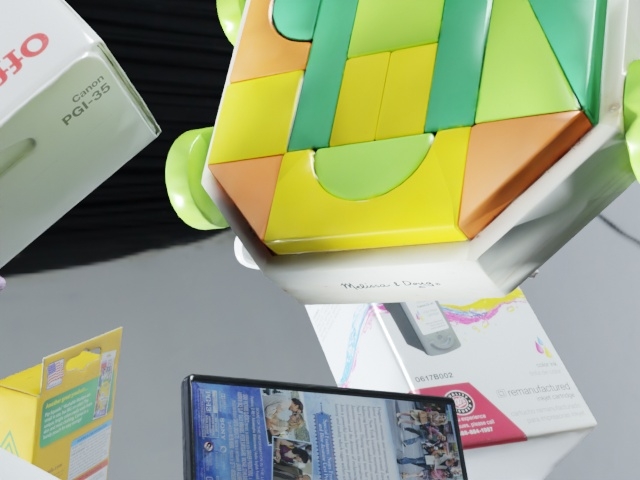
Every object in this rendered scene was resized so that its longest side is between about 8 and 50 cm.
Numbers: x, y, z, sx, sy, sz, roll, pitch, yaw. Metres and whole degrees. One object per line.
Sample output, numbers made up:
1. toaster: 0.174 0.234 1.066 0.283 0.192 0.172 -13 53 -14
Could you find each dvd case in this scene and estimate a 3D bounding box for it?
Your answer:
1. dvd case: 0.013 0.201 0.776 0.022 0.253 0.180 -44 44 49

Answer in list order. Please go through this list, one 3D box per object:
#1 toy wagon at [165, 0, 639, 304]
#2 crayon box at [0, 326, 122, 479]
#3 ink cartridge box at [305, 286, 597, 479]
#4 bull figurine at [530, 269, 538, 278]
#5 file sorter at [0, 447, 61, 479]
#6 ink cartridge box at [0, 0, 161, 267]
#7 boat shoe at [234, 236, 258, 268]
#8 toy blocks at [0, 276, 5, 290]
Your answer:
1. toy wagon: 0.056 -0.133 0.518 0.267 0.068 0.345 -4 62 32
2. crayon box: -0.381 0.289 1.413 0.083 0.203 0.323 12 101 18
3. ink cartridge box: 0.135 0.127 1.135 0.131 0.226 0.306 -61 41 43
4. bull figurine: 0.239 0.067 1.713 0.101 0.310 0.189 44 121 46
5. file sorter: -0.300 0.339 0.918 0.277 0.193 0.173 27 116 3
6. ink cartridge box: -0.281 -0.117 0.691 0.283 0.207 0.117 45 172 27
7. boat shoe: 0.000 0.000 1.590 0.096 0.277 0.098 -112 14 -73
8. toy blocks: -0.504 0.029 1.185 0.309 0.260 0.289 61 139 38
